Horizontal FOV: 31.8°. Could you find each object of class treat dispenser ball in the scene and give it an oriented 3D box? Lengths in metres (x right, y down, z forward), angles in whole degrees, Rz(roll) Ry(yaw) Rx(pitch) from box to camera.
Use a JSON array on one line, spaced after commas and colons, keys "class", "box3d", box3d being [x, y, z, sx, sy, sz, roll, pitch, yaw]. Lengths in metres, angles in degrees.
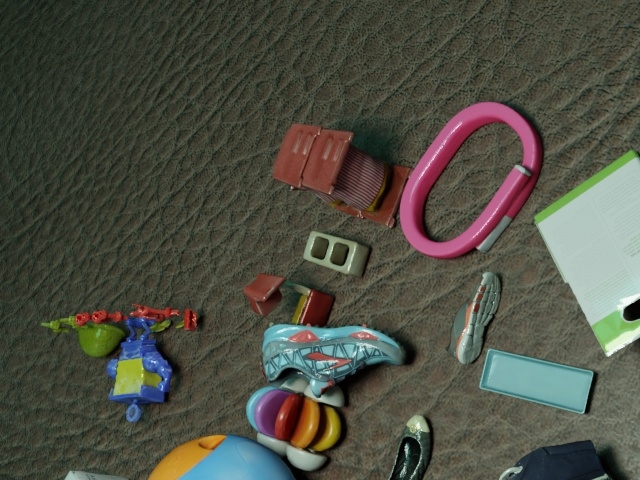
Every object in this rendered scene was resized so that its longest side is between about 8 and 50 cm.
[{"class": "treat dispenser ball", "box3d": [-0.171, 0.479, 1.933, 0.288, 0.288, 0.288, -15, 67, 37]}]

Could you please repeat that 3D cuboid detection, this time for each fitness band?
[{"class": "fitness band", "box3d": [0.252, -0.100, 1.921, 0.291, 0.054, 0.209, -55, 49, 11]}]

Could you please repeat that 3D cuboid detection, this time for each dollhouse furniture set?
[{"class": "dollhouse furniture set", "box3d": [0.000, 0.000, 2.005, 0.152, 0.201, 0.374, 17, 87, 42]}]

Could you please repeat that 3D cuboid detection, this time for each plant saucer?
[{"class": "plant saucer", "box3d": [0.339, 0.220, 1.763, 0.192, 0.018, 0.067, 9, 82, 43]}]

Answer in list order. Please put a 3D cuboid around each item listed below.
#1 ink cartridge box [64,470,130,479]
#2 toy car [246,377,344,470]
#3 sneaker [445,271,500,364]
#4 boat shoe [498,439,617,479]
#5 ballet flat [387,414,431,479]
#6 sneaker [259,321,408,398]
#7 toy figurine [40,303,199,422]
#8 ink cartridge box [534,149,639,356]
[{"class": "ink cartridge box", "box3d": [-0.468, 0.691, 2.205, 0.279, 0.160, 0.385, 43, 105, 40]}, {"class": "toy car", "box3d": [-0.056, 0.313, 1.992, 0.182, 0.136, 0.159, 14, 85, 43]}, {"class": "sneaker", "box3d": [0.243, 0.121, 1.853, 0.065, 0.061, 0.158, 20, 89, 49]}, {"class": "boat shoe", "box3d": [0.277, 0.405, 1.618, 0.340, 0.127, 0.158, -15, 53, -5]}, {"class": "ballet flat", "box3d": [0.142, 0.373, 1.859, 0.057, 0.049, 0.173, 12, 83, 42]}, {"class": "sneaker", "box3d": [0.023, 0.217, 1.942, 0.261, 0.104, 0.125, 0, 64, 19]}, {"class": "toy figurine", "box3d": [-0.413, 0.263, 2.293, 0.362, 0.191, 0.217, -12, 73, 39]}, {"class": "ink cartridge box", "box3d": [0.461, 0.026, 1.670, 0.188, 0.097, 0.255, -37, 56, 26]}]
